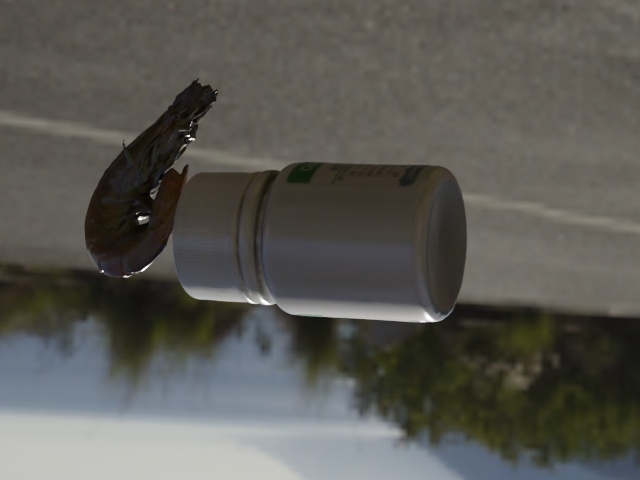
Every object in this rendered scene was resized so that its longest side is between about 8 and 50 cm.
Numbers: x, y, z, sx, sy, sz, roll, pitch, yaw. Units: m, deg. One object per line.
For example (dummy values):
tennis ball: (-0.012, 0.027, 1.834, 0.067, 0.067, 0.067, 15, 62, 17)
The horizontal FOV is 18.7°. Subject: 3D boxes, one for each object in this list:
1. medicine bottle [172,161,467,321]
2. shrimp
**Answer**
medicine bottle: (0.000, 0.000, 1.694, 0.237, 0.139, 0.139, 1, 174, 23)
shrimp: (-0.189, -0.069, 2.181, 0.068, 0.248, 0.150, 16, -164, -44)
